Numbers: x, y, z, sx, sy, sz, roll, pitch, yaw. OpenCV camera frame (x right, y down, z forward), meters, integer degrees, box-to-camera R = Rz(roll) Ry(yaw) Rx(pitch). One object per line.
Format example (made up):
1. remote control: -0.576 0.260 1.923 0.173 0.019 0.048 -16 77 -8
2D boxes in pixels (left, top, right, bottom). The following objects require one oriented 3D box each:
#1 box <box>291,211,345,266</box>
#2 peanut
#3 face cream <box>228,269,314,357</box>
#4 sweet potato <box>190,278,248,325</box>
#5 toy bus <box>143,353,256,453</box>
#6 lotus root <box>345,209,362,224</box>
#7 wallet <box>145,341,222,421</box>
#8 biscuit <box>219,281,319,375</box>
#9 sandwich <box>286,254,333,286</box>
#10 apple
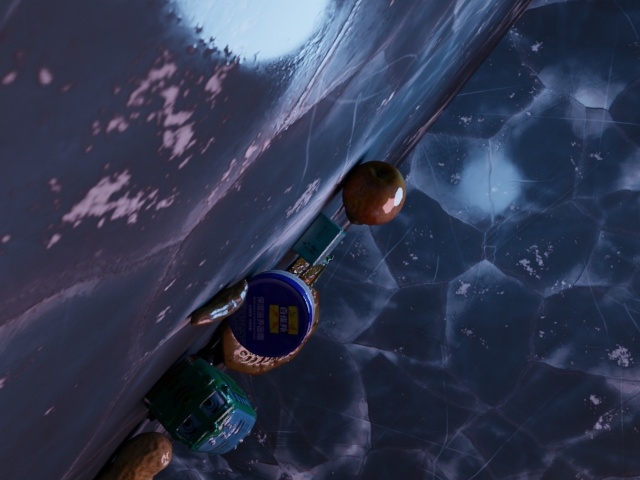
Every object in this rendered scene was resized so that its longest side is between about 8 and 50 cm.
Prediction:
1. box: 0.000 0.000 1.737 0.153 0.092 0.245 -49 174 1
2. peanut: -0.544 0.669 1.542 0.313 0.149 0.149 -52 175 17
3. face cream: -0.118 0.178 1.317 0.206 0.206 0.111 -51 179 13
4. sweet potato: -0.211 0.140 1.101 0.053 0.053 0.182 -8 -164 30
5. toy bus: -0.295 0.449 1.390 0.183 0.199 0.344 -44 159 -12
6. lotus root: 0.174 -0.147 2.018 0.123 0.123 0.241 -60 -178 -37
7. wallet: -0.384 0.421 1.589 0.262 0.071 0.221 -45 176 5
8. biscuit: -0.143 0.262 1.586 0.358 0.046 0.360 -23 132 -28
9. sandwich: -0.097 0.158 2.019 0.292 0.109 0.212 -56 167 28
10. apple: 0.161 -0.143 1.573 0.188 0.188 0.174 -47 163 -35
